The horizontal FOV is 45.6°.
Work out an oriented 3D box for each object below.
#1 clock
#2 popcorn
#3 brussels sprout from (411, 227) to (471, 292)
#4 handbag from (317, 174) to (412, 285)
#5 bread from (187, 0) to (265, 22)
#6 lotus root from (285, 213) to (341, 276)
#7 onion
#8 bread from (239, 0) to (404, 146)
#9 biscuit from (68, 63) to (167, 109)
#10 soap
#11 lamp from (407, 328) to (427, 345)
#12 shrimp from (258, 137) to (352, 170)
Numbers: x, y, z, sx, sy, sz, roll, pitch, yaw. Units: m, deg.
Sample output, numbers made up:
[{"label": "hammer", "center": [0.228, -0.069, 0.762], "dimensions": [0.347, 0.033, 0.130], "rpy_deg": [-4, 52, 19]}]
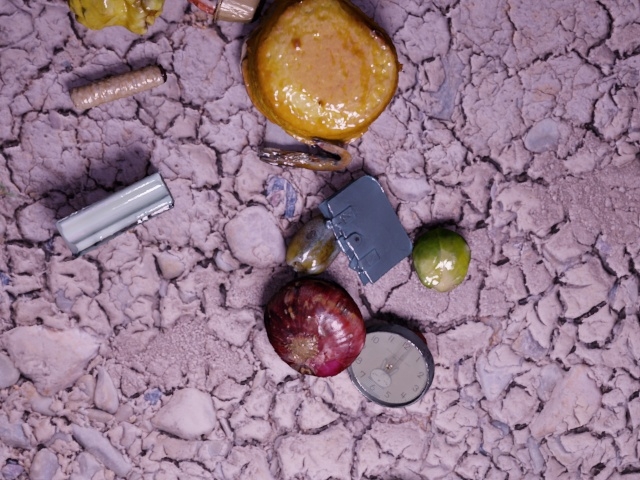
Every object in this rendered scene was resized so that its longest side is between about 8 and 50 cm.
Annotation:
[{"label": "clock", "center": [0.166, 0.303, 1.831], "dimensions": [0.215, 0.042, 0.214], "rpy_deg": [8, 112, 21]}, {"label": "popcorn", "center": [-0.440, -0.548, 1.673], "dimensions": [0.203, 0.200, 0.226], "rpy_deg": [48, 52, -35]}, {"label": "brussels sprout", "center": [0.296, 0.045, 1.853], "dimensions": [0.155, 0.117, 0.155], "rpy_deg": [1, 112, 4]}, {"label": "handbag", "center": [0.105, -0.025, 1.803], "dimensions": [0.179, 0.062, 0.229], "rpy_deg": [-37, 104, -33]}, {"label": "bread", "center": [-0.212, -0.606, 1.709], "dimensions": [0.212, 0.142, 0.224], "rpy_deg": [22, 92, -13]}, {"label": "lotus root", "center": [0.000, 0.000, 1.814], "dimensions": [0.113, 0.088, 0.192], "rpy_deg": [45, 73, -16]}, {"label": "onion", "center": [-0.012, 0.198, 1.779], "dimensions": [0.246, 0.190, 0.246], "rpy_deg": [6, 115, 14]}, {"label": "bread", "center": [0.004, -0.398, 1.722], "dimensions": [0.358, 0.204, 0.336], "rpy_deg": [35, 89, -7]}, {"label": "biscuit", "center": [-0.458, -0.351, 1.733], "dimensions": [0.219, 0.055, 0.061], "rpy_deg": [-19, 61, -8]}, {"label": "soap", "center": [-0.453, -0.065, 1.708], "dimensions": [0.261, 0.150, 0.094], "rpy_deg": [-29, 102, -6]}, {"label": "lamp", "center": [0.212, 0.260, 1.869], "dimensions": [0.101, 0.090, 0.101], "rpy_deg": [-5, 133, -5]}, {"label": "shrimp", "center": [-0.035, -0.196, 1.768], "dimensions": [0.219, 0.152, 0.046], "rpy_deg": [6, 79, -4]}]
